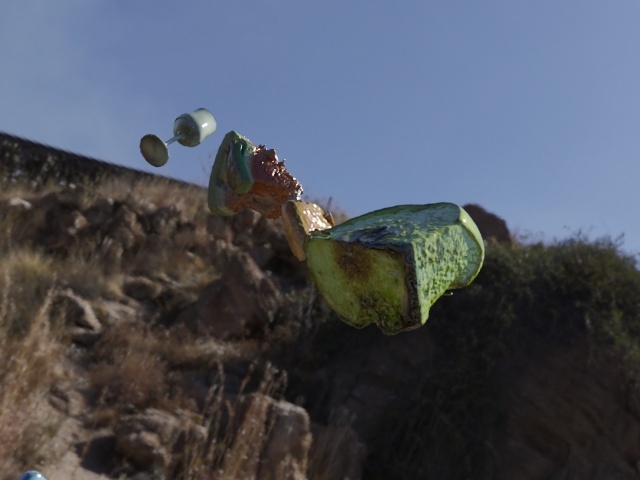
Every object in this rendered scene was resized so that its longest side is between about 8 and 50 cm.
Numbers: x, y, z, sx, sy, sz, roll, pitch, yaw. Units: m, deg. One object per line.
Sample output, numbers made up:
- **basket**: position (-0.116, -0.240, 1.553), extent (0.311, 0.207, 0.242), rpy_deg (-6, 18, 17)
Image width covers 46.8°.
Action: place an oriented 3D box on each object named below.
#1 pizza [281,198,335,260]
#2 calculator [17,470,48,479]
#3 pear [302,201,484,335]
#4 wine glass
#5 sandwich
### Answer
- **pizza**: position (0.000, 0.000, 1.780), extent (0.071, 0.189, 0.297), rpy_deg (-32, -23, 22)
- **calculator**: position (-0.477, 0.485, 1.261), extent (0.039, 0.121, 0.210), rpy_deg (-3, -47, 30)
- **pear**: position (0.136, 0.029, 1.250), extent (0.238, 0.255, 0.164), rpy_deg (6, -66, 43)
- **wine glass**: position (-0.315, -0.236, 1.659), extent (0.079, 0.195, 0.079), rpy_deg (14, -57, 23)
- **sandwich**: position (-0.191, -0.166, 2.124), extent (0.301, 0.251, 0.162), rpy_deg (20, 1, 19)
